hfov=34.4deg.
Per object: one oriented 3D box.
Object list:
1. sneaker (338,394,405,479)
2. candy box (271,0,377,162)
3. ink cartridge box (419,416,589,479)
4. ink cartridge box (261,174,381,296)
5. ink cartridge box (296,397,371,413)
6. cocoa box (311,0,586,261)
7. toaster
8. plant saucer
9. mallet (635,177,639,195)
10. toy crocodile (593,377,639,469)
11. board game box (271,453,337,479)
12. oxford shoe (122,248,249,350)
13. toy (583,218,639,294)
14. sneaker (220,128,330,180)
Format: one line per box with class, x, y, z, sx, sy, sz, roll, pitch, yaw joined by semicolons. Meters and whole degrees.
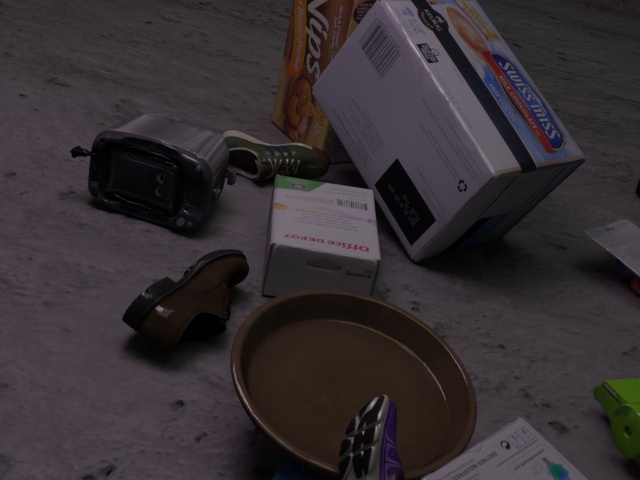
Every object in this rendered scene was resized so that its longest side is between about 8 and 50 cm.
sneaker;0.060;0.234;0.991;0.071;0.068;0.170;16;61;-26
candy box;0.015;-0.316;1.821;0.087;0.317;0.183;-8;35;-33
ink cartridge box;0.249;0.324;1.009;0.185;0.065;0.311;-17;49;-45
ink cartridge box;0.000;0.000;1.486;0.154;0.093;0.212;9;27;-6
ink cartridge box;-0.005;0.161;1.223;0.115;0.067;0.198;3;32;-19
cocoa box;0.195;-0.183;1.629;0.228;0.231;0.347;-12;64;-40
toaster;-0.244;-0.112;1.551;0.227;0.129;0.146;15;25;8
plant saucer;0.034;0.160;1.131;0.277;0.041;0.278;12;37;-9
mallet;0.619;-0.064;1.928;0.039;0.062;0.190;12;43;1
toy crocodile;0.435;0.269;1.195;0.115;0.105;0.340;-2;28;-26
board game box;0.014;0.293;1.014;0.160;0.047;0.210;17;29;7
oxford shoe;-0.149;0.081;1.312;0.096;0.083;0.227;40;35;9
toy;0.533;0.061;1.641;0.137;0.056;0.237;-12;42;-44
sneaker;-0.084;-0.125;1.712;0.192;0.064;0.086;14;36;2
